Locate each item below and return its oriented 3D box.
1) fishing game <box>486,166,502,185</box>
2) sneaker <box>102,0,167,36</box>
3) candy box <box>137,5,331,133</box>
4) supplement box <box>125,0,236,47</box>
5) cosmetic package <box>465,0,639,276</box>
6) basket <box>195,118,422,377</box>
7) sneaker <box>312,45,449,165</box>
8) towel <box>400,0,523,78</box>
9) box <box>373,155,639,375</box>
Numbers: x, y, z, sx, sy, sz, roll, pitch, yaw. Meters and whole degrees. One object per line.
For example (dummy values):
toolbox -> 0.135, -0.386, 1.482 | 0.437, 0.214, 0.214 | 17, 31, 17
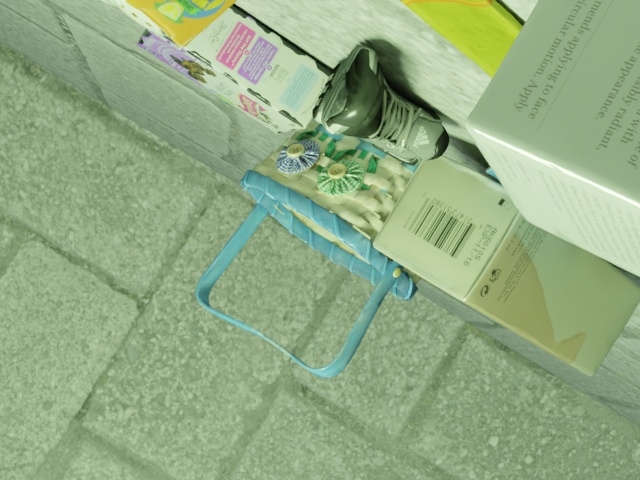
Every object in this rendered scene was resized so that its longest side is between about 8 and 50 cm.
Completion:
fishing game -> 0.247, -0.033, 1.196 | 0.189, 0.041, 0.264 | 30, -177, 11
sneaker -> -0.204, -0.276, 1.137 | 0.169, 0.108, 0.292 | 27, -176, 22
candy box -> -0.096, -0.199, 1.370 | 0.196, 0.070, 0.165 | 32, 175, -12
supplement box -> -0.130, -0.230, 0.767 | 0.233, 0.080, 0.078 | 56, -170, 25
cosmetic package -> 0.198, -0.056, 0.607 | 0.184, 0.151, 0.151 | 30, 175, 26
basket -> 0.000, 0.000, 1.507 | 0.255, 0.289, 0.201 | 25, 172, 39
sneaker -> 0.071, -0.121, 1.193 | 0.132, 0.086, 0.228 | 27, -174, -8
towel -> 0.112, -0.153, 0.904 | 0.237, 0.021, 0.102 | 34, 175, -31
box -> 0.214, 0.031, 1.360 | 0.148, 0.121, 0.311 | 32, -178, 42
